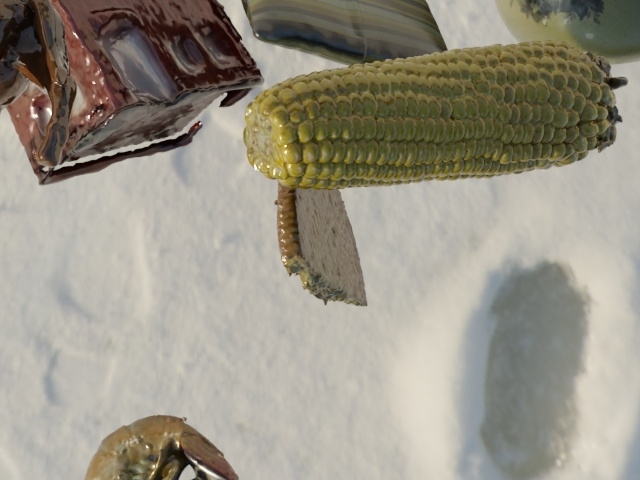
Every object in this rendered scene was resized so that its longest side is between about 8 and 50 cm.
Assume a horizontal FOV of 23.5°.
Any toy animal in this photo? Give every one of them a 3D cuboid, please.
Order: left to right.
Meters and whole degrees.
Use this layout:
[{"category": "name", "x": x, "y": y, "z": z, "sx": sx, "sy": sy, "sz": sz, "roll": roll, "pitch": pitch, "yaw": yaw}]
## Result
[{"category": "toy animal", "x": -0.228, "y": -0.093, "z": 0.912, "sx": 0.066, "sy": 0.229, "sz": 0.224, "roll": 22, "pitch": 135, "yaw": -39}]

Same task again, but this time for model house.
[{"category": "model house", "x": -0.209, "y": -0.201, "z": 1.402, "sx": 0.160, "sy": 0.196, "sz": 0.254, "roll": -39, "pitch": 77, "yaw": 45}]

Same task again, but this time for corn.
[{"category": "corn", "x": 0.087, "y": -0.093, "z": 1.171, "sx": 0.305, "sy": 0.106, "sz": 0.106, "roll": -9, "pitch": 120, "yaw": -24}]

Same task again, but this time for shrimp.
[{"category": "shrimp", "x": -0.135, "y": 0.263, "z": 1.655, "sx": 0.287, "sy": 0.152, "sz": 0.063, "roll": -4, "pitch": 164, "yaw": 24}]

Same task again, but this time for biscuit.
[{"category": "biscuit", "x": -0.003, "y": -0.012, "z": 1.253, "sx": 0.025, "sy": 0.206, "sz": 0.126, "roll": -12, "pitch": 74, "yaw": 13}]

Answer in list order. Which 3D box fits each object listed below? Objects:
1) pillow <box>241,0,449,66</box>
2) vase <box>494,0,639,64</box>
[{"category": "pillow", "x": 0.012, "y": -0.214, "z": 1.332, "sx": 0.208, "sy": 0.212, "sz": 0.052, "roll": 12, "pitch": 129, "yaw": -30}, {"category": "vase", "x": 0.333, "y": -0.342, "z": 1.604, "sx": 0.241, "sy": 0.329, "sz": 0.302, "roll": -25, "pitch": 119, "yaw": -43}]
